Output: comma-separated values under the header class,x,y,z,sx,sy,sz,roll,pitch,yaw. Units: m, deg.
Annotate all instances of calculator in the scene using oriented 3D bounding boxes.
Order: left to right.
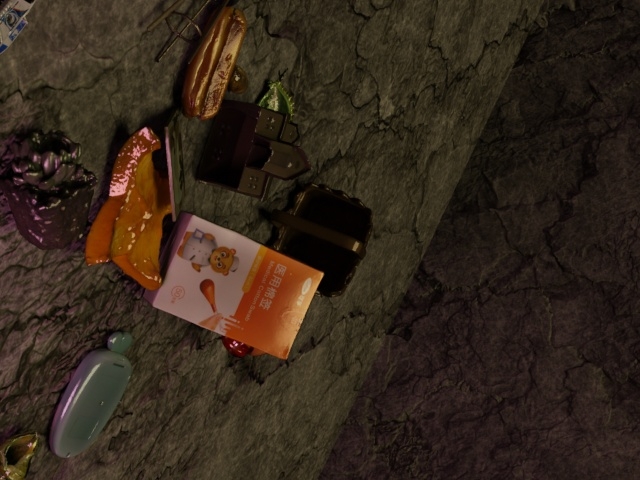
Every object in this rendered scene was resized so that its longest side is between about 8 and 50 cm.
class,x,y,z,sx,sy,sz,roll,pitch,yaw
calculator,-0.487,0.332,2.006,0.299,0.041,0.185,-62,157,-8

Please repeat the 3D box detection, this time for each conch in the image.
class,x,y,z,sx,sy,sz,roll,pitch,yaw
conch,-0.593,0.421,1.811,0.121,0.074,0.089,-53,164,-22

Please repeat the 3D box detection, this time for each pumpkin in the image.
class,x,y,z,sx,sy,sz,roll,pitch,yaw
pumpkin,-0.360,-0.061,1.859,0.258,0.095,0.290,36,71,-70

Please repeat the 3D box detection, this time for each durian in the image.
class,x,y,z,sx,sy,sz,roll,pitch,yaw
durian,-0.118,-0.302,2.202,0.215,0.086,0.100,-60,143,-10

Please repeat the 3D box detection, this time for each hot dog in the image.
class,x,y,z,sx,sy,sz,roll,pitch,yaw
hot dog,-0.226,-0.367,1.907,0.100,0.068,0.249,18,92,-54

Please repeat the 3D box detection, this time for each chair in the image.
class,x,y,z,sx,sy,sz,roll,pitch,yaw
chair,-0.240,-0.440,1.783,0.221,0.104,0.095,-53,135,-24

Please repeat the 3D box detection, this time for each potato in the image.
class,x,y,z,sx,sy,sz,roll,pitch,yaw
potato,-0.183,-0.354,2.046,0.051,0.040,0.083,-58,155,-10

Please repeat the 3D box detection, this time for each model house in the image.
class,x,y,z,sx,sy,sz,roll,pitch,yaw
model house,-0.108,-0.189,2.103,0.243,0.204,0.211,10,99,-53

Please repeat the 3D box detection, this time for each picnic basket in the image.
class,x,y,z,sx,sy,sz,roll,pitch,yaw
picnic basket,0.000,0.000,2.503,0.321,0.254,0.291,56,57,-79

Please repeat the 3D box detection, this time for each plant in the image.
class,x,y,z,sx,sy,sz,roll,pitch,yaw
plant,-0.459,-0.086,1.570,0.132,0.129,0.194,-44,151,-44

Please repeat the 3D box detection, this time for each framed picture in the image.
class,x,y,z,sx,sy,sz,roll,pitch,yaw
framed picture,-0.295,-0.157,1.895,0.136,0.010,0.201,-89,178,-65

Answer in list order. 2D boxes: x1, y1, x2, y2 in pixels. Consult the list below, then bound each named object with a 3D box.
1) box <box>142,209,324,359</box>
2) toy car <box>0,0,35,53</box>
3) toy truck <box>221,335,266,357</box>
class,x,y,z,sx,sy,sz,roll,pitch,yaw
box,-0.190,0.101,2.069,0.225,0.341,0.143,-66,-159,-3
toy car,-0.481,-0.326,1.362,0.171,0.080,0.070,-60,156,-18
toy truck,-0.155,0.163,2.332,0.189,0.265,0.239,-40,157,14
